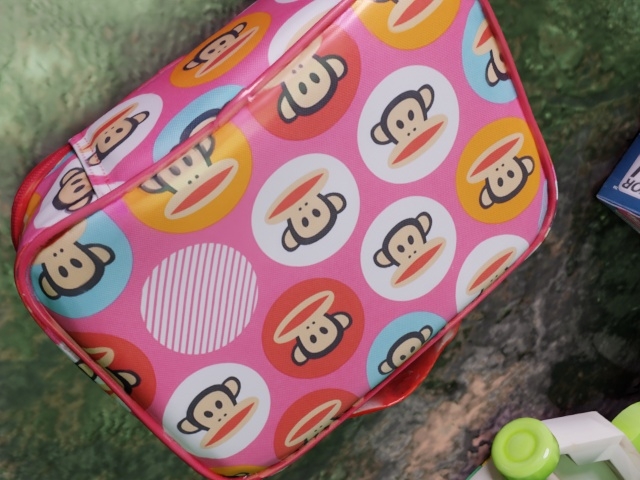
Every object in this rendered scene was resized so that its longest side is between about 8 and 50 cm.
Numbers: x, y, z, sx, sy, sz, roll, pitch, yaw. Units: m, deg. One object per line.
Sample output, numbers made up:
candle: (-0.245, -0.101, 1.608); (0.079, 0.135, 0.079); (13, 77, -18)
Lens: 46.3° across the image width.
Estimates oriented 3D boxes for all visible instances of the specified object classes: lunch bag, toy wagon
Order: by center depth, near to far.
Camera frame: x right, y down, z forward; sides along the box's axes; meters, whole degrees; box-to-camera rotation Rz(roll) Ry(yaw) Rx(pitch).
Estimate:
lunch bag: (0.000, 0.000, 0.451); (0.293, 0.120, 0.258); (-38, 122, -6)
toy wagon: (0.225, 0.264, 0.693); (0.344, 0.068, 0.267); (-44, 122, -3)

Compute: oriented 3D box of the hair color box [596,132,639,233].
hair color box: (0.391, -0.125, 0.582); (0.173, 0.105, 0.347); (30, 96, -31)
